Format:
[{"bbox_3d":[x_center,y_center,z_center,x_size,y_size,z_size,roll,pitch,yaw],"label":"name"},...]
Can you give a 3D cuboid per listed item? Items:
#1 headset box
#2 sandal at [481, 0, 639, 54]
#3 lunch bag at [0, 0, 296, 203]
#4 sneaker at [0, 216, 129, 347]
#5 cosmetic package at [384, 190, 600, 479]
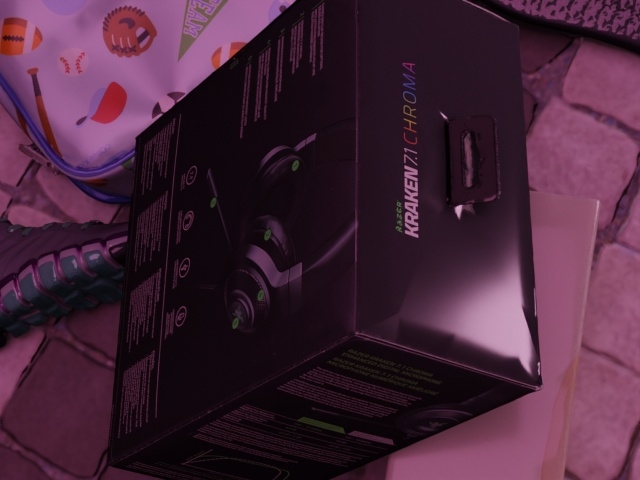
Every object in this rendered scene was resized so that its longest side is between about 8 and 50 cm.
[{"bbox_3d":[0.000,0.000,0.879,0.131,0.283,0.246,19,57,-31],"label":"headset box"},{"bbox_3d":[0.199,-0.190,1.082,0.255,0.054,0.097,27,87,4],"label":"sandal"},{"bbox_3d":[-0.120,-0.177,1.082,0.303,0.115,0.243,-38,79,-3],"label":"lunch bag"},{"bbox_3d":[-0.207,0.007,1.060,0.224,0.083,0.098,-23,68,2],"label":"sneaker"},{"bbox_3d":[0.105,0.132,0.945,0.113,0.160,0.309,9,77,8],"label":"cosmetic package"}]
